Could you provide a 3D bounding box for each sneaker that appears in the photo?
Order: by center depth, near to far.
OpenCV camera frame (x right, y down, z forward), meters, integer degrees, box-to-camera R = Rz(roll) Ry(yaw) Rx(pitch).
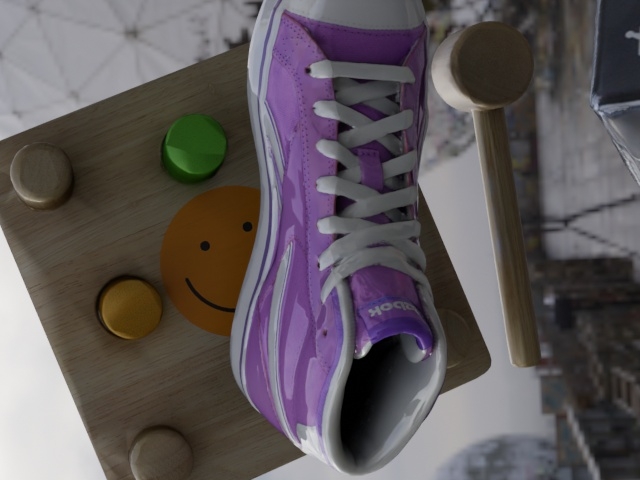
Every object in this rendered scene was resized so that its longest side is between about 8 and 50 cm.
[{"bbox_3d":[0.028,-0.017,0.738,0.161,0.102,0.282,-144,56,-66],"label":"sneaker"}]

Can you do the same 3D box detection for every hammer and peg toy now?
[{"bbox_3d":[0.000,0.000,0.898,0.127,0.361,0.266,156,92,-80],"label":"hammer and peg toy"}]

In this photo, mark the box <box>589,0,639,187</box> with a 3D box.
[{"bbox_3d":[0.246,-0.102,0.577,0.294,0.183,0.296,45,-134,-47],"label":"box"}]
